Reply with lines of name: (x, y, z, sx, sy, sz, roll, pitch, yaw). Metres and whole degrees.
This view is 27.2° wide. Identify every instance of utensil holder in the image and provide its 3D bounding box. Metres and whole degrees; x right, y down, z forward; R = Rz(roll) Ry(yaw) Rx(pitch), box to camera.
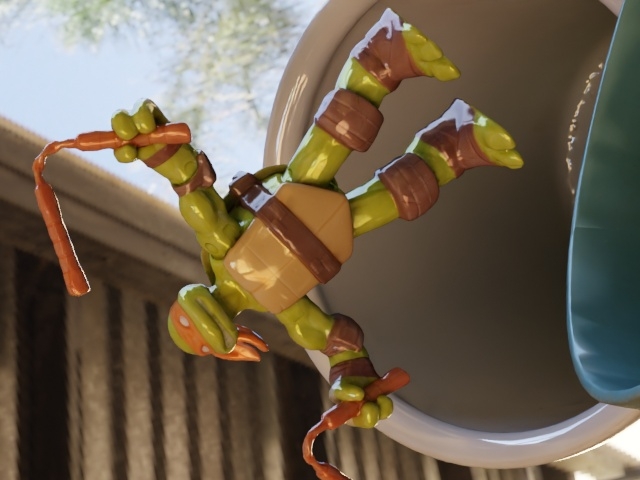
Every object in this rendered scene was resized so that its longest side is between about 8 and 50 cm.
utensil holder: (0.206, -0.040, 0.932, 0.385, 0.327, 0.328, -8, -99, -49)

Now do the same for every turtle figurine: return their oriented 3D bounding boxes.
turtle figurine: (0.000, 0.000, 0.698, 0.269, 0.217, 0.087, 48, 178, -17)

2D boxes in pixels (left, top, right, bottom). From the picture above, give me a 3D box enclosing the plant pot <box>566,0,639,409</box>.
plant pot: (0.237, -0.059, 0.409, 0.293, 0.235, 0.293, -164, 90, -89)
